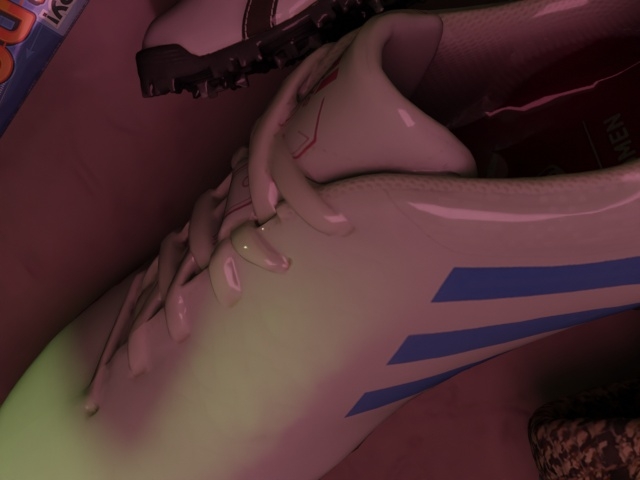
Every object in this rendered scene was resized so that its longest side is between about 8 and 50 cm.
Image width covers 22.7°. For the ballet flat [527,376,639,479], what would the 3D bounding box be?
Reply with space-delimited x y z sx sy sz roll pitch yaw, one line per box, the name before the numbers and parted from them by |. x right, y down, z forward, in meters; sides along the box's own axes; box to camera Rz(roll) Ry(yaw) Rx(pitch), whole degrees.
ballet flat | 0.263 -0.036 0.512 0.483 0.164 0.182 -41 86 17

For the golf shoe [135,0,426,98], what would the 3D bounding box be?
golf shoe | 0.015 -0.118 0.498 0.198 0.077 0.094 -31 92 13

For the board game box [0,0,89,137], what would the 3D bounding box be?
board game box | -0.105 -0.059 0.475 0.035 0.136 0.201 31 111 -17

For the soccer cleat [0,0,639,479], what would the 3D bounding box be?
soccer cleat | 0.000 0.000 0.499 0.331 0.116 0.143 -30 141 15
